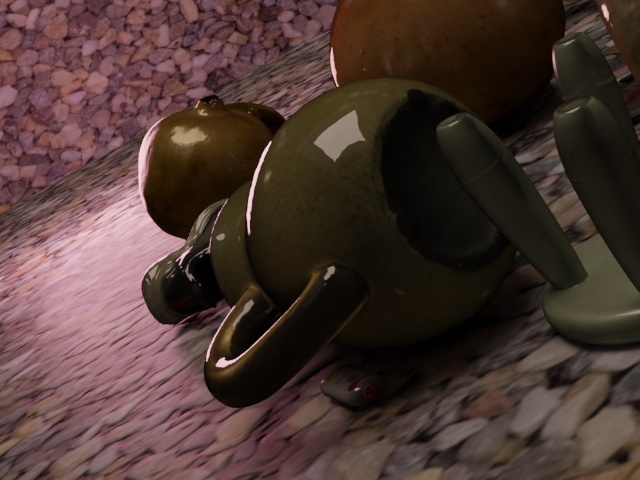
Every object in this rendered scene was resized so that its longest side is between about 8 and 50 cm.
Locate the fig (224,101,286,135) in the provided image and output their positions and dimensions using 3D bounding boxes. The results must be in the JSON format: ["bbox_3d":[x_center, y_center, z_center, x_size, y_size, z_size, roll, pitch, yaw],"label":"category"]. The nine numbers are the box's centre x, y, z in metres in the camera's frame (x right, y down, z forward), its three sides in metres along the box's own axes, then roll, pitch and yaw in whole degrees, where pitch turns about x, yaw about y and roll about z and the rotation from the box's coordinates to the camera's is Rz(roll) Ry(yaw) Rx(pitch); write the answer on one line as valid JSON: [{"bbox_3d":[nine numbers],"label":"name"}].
[{"bbox_3d":[-0.140,-0.179,1.956,0.144,0.154,0.165,8,24,-48],"label":"fig"}]

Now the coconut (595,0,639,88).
[{"bbox_3d":[0.417,-0.232,0.955,0.328,0.329,0.329,-26,16,8],"label":"coconut"}]

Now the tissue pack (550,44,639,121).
[{"bbox_3d":[0.352,-0.183,1.293,0.108,0.060,0.148,-29,17,2],"label":"tissue pack"}]

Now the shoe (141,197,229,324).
[{"bbox_3d":[-0.128,0.025,1.419,0.112,0.099,0.227,-1,35,45],"label":"shoe"}]

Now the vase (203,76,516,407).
[{"bbox_3d":[0.003,0.021,0.996,0.302,0.241,0.329,-25,23,52],"label":"vase"}]

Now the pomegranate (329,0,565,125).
[{"bbox_3d":[0.159,-0.300,1.506,0.338,0.338,0.338,-26,16,8],"label":"pomegranate"}]

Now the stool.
[{"bbox_3d":[0.230,-0.048,0.845,0.195,0.199,0.195,-38,19,-23],"label":"stool"}]

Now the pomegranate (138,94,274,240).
[{"bbox_3d":[-0.165,-0.097,1.640,0.233,0.233,0.233,-26,16,8],"label":"pomegranate"}]

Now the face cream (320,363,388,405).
[{"bbox_3d":[0.033,0.128,0.951,0.040,0.021,0.083,-34,17,-22],"label":"face cream"}]
